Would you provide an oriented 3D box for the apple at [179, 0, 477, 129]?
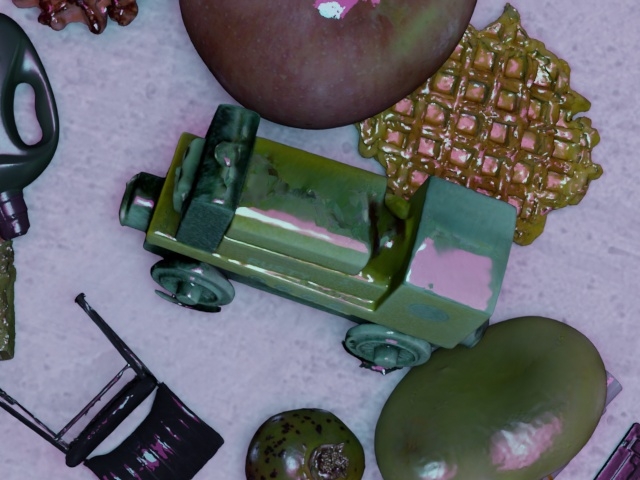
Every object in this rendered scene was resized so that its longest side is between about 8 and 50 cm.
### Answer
[{"bbox_3d":[0.007,-0.257,1.778,0.305,0.235,0.306,-2,78,7],"label":"apple"}]

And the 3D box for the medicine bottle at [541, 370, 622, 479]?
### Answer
[{"bbox_3d":[0.222,0.213,1.896,0.092,0.061,0.221,43,83,15],"label":"medicine bottle"}]

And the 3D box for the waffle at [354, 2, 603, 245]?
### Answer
[{"bbox_3d":[0.168,-0.111,1.900,0.245,0.052,0.254,-34,93,-5],"label":"waffle"}]

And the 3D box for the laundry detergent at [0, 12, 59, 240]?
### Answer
[{"bbox_3d":[-0.334,-0.112,1.826,0.144,0.078,0.222,-23,90,-5],"label":"laundry detergent"}]

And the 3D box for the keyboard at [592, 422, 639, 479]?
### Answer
[{"bbox_3d":[0.303,0.295,1.923,0.061,0.013,0.204,37,84,-5],"label":"keyboard"}]

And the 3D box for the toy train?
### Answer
[{"bbox_3d":[0.000,0.000,1.764,0.397,0.253,0.160,19,68,-7],"label":"toy train"}]

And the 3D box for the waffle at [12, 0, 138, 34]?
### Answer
[{"bbox_3d":[-0.237,-0.325,1.835,0.221,0.055,0.234,17,82,14],"label":"waffle"}]

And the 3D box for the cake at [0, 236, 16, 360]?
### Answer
[{"bbox_3d":[-0.340,0.055,1.835,0.051,0.055,0.140,-1,87,-1],"label":"cake"}]

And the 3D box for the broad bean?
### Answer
[{"bbox_3d":[0.172,0.181,1.848,0.263,0.121,0.189,-29,53,-11],"label":"broad bean"}]

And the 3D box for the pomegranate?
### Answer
[{"bbox_3d":[-0.016,0.226,1.832,0.130,0.130,0.130,0,88,-7],"label":"pomegranate"}]

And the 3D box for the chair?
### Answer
[{"bbox_3d":[-0.210,0.178,1.801,0.221,0.145,0.140,45,85,-5],"label":"chair"}]
